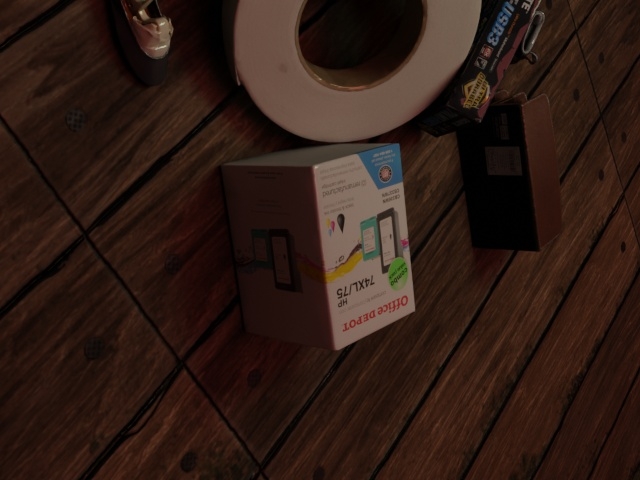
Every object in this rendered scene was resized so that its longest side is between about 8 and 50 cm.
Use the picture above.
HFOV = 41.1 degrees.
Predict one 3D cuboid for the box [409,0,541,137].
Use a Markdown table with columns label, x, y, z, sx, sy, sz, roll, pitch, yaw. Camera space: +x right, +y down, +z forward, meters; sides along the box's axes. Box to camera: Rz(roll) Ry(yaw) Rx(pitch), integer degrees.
| label | x | y | z | sx | sy | sz | roll | pitch | yaw |
| --- | --- | --- | --- | --- | --- | --- | --- | --- | --- |
| box | 0.273 | -0.329 | 1.467 | 0.073 | 0.295 | 0.293 | 26 | 89 | -5 |

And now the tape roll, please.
| label | x | y | z | sx | sy | sz | roll | pitch | yaw |
| --- | --- | --- | --- | --- | --- | --- | --- | --- | --- |
| tape roll | 0.048 | -0.326 | 1.256 | 0.392 | 0.072 | 0.391 | -12 | 130 | -15 |

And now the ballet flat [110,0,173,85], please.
| label | x | y | z | sx | sy | sz | roll | pitch | yaw |
| --- | --- | --- | --- | --- | --- | --- | --- | --- | --- |
| ballet flat | -0.235 | -0.299 | 1.111 | 0.074 | 0.074 | 0.203 | -35 | 118 | -40 |

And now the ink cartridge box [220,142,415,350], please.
| label | x | y | z | sx | sy | sz | roll | pitch | yaw |
| --- | --- | --- | --- | --- | --- | --- | --- | --- | --- |
| ink cartridge box | 0.000 | 0.000 | 1.297 | 0.198 | 0.197 | 0.269 | -20 | 109 | -44 |

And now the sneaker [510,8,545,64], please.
| label | x | y | z | sx | sy | sz | roll | pitch | yaw |
| --- | --- | --- | --- | --- | --- | --- | --- | --- | --- |
| sneaker | 0.352 | -0.463 | 1.670 | 0.101 | 0.153 | 0.268 | -39 | 121 | -39 |

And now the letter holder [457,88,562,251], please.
| label | x | y | z | sx | sy | sz | roll | pitch | yaw |
| --- | --- | --- | --- | --- | --- | --- | --- | --- | --- |
| letter holder | 0.417 | -0.156 | 1.773 | 0.214 | 0.152 | 0.301 | -28 | 113 | -45 |
